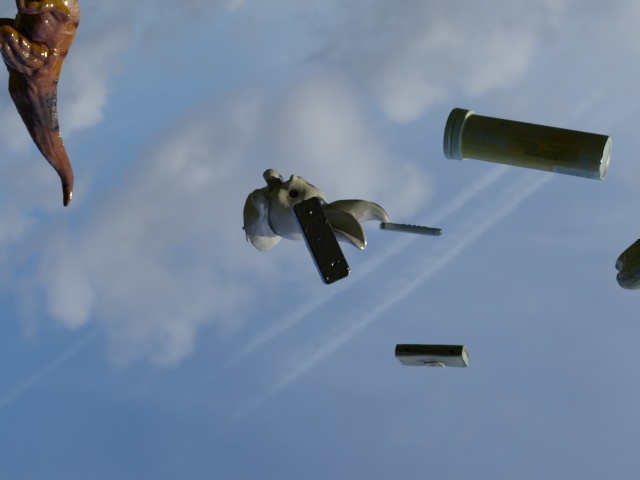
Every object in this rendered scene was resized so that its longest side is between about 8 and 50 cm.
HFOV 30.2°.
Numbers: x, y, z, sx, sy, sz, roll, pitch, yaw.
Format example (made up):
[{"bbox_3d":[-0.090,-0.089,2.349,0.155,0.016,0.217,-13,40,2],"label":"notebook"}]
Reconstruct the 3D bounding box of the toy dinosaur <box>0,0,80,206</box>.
[{"bbox_3d":[-0.426,-0.260,1.661,0.208,0.432,0.097,10,-147,-10],"label":"toy dinosaur"}]

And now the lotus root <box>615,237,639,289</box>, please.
[{"bbox_3d":[0.642,0.036,2.309,0.183,0.077,0.090,127,-26,-52],"label":"lotus root"}]

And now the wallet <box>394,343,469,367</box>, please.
[{"bbox_3d":[0.255,0.258,2.684,0.155,0.110,0.039,0,-110,15],"label":"wallet"}]

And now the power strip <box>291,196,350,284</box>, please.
[{"bbox_3d":[0.000,0.000,1.492,0.038,0.111,0.029,-23,179,-9],"label":"power strip"}]

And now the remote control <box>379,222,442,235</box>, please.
[{"bbox_3d":[0.179,-0.023,2.359,0.125,0.017,0.053,6,179,-2],"label":"remote control"}]

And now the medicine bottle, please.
[{"bbox_3d":[0.279,-0.128,1.604,0.218,0.074,0.074,12,-146,23],"label":"medicine bottle"}]

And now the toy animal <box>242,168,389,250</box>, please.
[{"bbox_3d":[-0.014,-0.052,1.838,0.221,0.130,0.104,-6,-161,31],"label":"toy animal"}]
